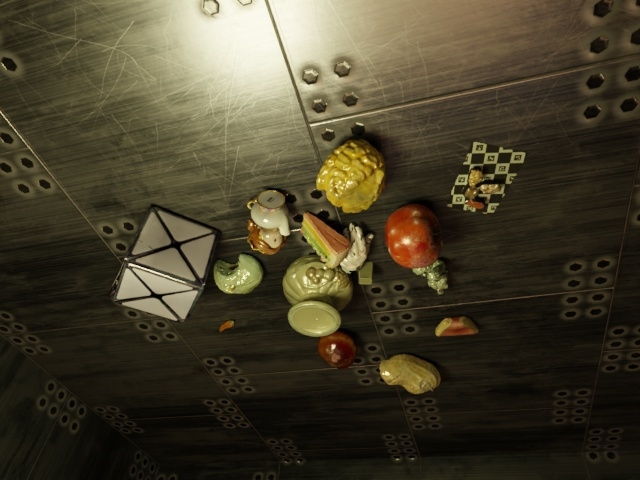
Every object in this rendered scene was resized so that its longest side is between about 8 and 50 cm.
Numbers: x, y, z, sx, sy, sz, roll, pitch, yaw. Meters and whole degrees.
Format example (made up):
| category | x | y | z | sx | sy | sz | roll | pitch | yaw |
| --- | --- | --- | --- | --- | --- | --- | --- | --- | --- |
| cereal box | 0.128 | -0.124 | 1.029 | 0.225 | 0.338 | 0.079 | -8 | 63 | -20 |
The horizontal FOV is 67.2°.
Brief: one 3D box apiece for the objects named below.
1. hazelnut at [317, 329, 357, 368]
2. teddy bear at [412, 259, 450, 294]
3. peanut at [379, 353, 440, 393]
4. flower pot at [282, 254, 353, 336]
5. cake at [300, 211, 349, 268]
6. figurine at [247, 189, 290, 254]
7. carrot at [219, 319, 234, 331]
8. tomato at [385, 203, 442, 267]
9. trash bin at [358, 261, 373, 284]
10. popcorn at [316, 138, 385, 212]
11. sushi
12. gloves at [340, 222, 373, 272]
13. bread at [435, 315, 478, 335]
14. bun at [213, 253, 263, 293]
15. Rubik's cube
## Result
| category | x | y | z | sx | sy | sz | roll | pitch | yaw |
| --- | --- | --- | --- | --- | --- | --- | --- | --- | --- |
| hazelnut | 0.088 | 0.519 | 2.290 | 0.178 | 0.177 | 0.204 | -19 | 129 | 23 |
| teddy bear | 0.459 | 0.130 | 1.926 | 0.111 | 0.133 | 0.213 | -54 | 142 | -4 |
| peanut | 0.442 | 0.654 | 2.387 | 0.340 | 0.158 | 0.174 | 28 | 92 | -14 |
| flower pot | -0.012 | 0.234 | 1.975 | 0.308 | 0.244 | 0.307 | 2 | 135 | 3 |
| cake | 0.017 | -0.008 | 1.816 | 0.090 | 0.225 | 0.109 | -24 | 151 | -31 |
| figurine | -0.194 | -0.056 | 1.791 | 0.190 | 0.142 | 0.263 | 33 | 139 | 19 |
| carrot | -0.460 | 0.417 | 2.351 | 0.035 | 0.035 | 0.142 | 35 | 135 | -24 |
| tomato | 0.328 | -0.008 | 1.723 | 0.189 | 0.231 | 0.232 | -9 | 134 | 33 |
| trash bin | 0.184 | 0.132 | 1.956 | 0.061 | 0.092 | 0.042 | 2 | 132 | 4 |
| popcorn | 0.103 | -0.203 | 1.585 | 0.251 | 0.189 | 0.250 | -5 | 136 | -5 |
| sushi | 0.555 | -0.190 | 1.635 | 0.193 | 0.043 | 0.279 | 11 | 134 | -4 |
| gloves | 0.133 | 0.033 | 1.861 | 0.128 | 0.110 | 0.212 | 9 | 142 | 5 |
| bread | 0.611 | 0.382 | 2.165 | 0.193 | 0.067 | 0.119 | -5 | 141 | 13 |
| bun | -0.349 | 0.151 | 2.016 | 0.204 | 0.126 | 0.212 | 30 | 129 | -23 |
| Rubik's cube | -0.600 | 0.096 | 1.877 | 0.311 | 0.305 | 0.307 | 22 | 135 | -17 |
